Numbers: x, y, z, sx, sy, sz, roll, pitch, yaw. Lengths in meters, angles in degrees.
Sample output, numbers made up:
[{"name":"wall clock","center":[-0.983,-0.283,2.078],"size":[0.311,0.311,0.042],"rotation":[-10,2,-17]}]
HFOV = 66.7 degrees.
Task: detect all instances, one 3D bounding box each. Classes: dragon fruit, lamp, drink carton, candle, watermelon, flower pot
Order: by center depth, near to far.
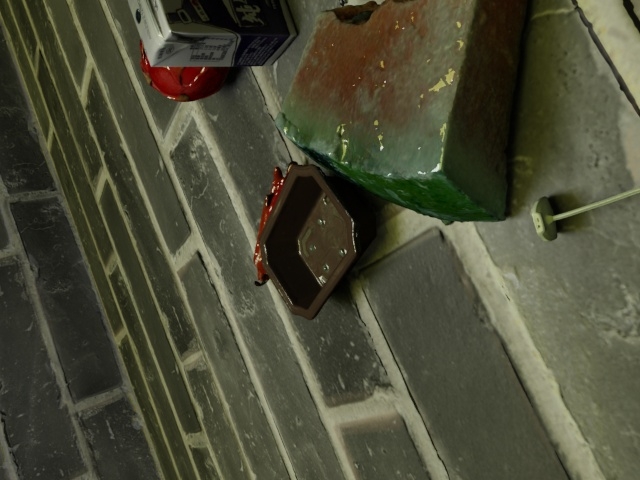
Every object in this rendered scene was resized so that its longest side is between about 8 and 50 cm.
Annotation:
[{"name":"lamp","center":[0.292,-0.046,0.443],"size":[0.198,0.056,0.050],"rotation":[-20,86,42]},{"name":"watermelon","center":[0.079,-0.156,0.564],"size":[0.264,0.151,0.302],"rotation":[25,122,46]},{"name":"drink carton","center":[-0.165,-0.348,0.743],"size":[0.101,0.222,0.134],"rotation":[-20,87,53]},{"name":"flower pot","center":[0.000,0.000,0.783],"size":[0.179,0.084,0.251],"rotation":[56,139,23]},{"name":"dragon fruit","center":[-0.247,-0.345,0.895],"size":[0.209,0.172,0.173],"rotation":[-7,98,54]},{"name":"candle","center":[-0.082,-0.017,0.901],"size":[0.084,0.059,0.302],"rotation":[60,143,40]}]

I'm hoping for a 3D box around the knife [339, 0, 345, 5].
[{"name":"knife","center":[-0.018,-0.468,0.674],"size":[0.297,0.026,0.044],"rotation":[68,155,6]}]
